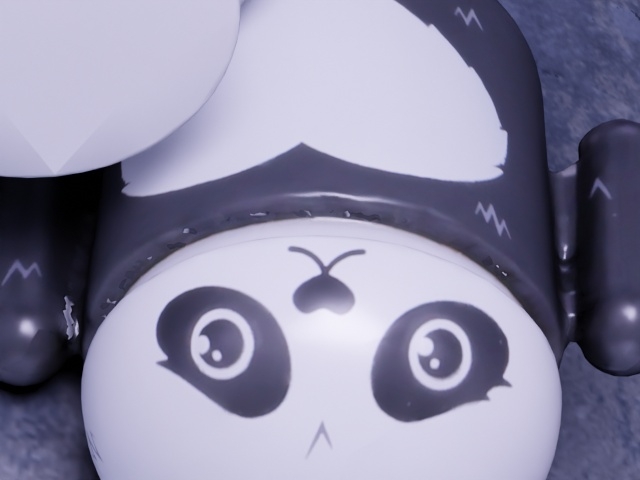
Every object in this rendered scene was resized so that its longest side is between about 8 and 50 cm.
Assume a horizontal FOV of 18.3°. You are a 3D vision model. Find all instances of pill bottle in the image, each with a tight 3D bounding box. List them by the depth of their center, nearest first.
[{"bbox_3d":[-0.107,-0.177,0.703,0.181,0.181,0.323,19,39,-29],"label":"pill bottle"}]

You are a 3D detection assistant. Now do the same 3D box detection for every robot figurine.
[{"bbox_3d":[0.002,-0.002,0.732,0.173,0.209,0.278,37,37,-31],"label":"robot figurine"}]
